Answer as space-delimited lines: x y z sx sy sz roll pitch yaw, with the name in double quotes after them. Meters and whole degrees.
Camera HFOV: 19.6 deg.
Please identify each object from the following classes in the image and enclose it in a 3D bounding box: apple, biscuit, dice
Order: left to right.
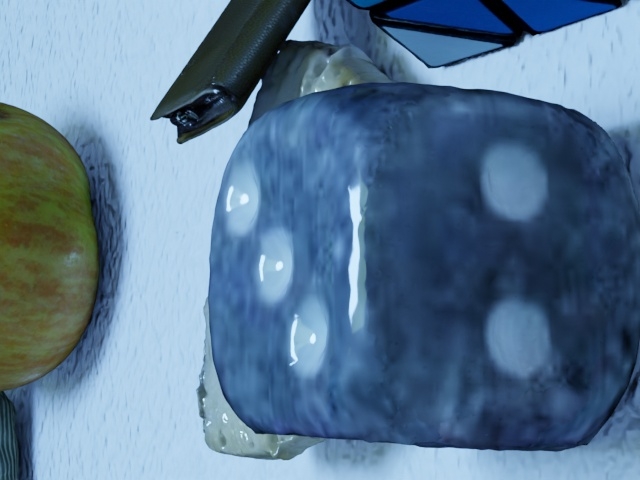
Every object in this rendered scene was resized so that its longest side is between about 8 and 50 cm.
-0.321 0.002 1.580 0.264 0.264 0.264 -18 68 58 "apple"
0.000 0.000 1.167 0.179 0.084 0.281 -4 74 54 "biscuit"
0.053 0.020 0.986 0.182 0.181 0.183 -9 79 59 "dice"

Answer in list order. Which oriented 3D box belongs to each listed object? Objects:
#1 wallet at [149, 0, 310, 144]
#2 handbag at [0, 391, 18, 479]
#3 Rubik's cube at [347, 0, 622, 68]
-0.036 -0.154 1.231 0.110 0.031 0.198 -21 34 58 "wallet"
-0.452 0.230 1.705 0.240 0.341 0.247 132 133 -72 "handbag"
0.104 -0.179 0.952 0.234 0.250 0.284 25 114 32 "Rubik's cube"
